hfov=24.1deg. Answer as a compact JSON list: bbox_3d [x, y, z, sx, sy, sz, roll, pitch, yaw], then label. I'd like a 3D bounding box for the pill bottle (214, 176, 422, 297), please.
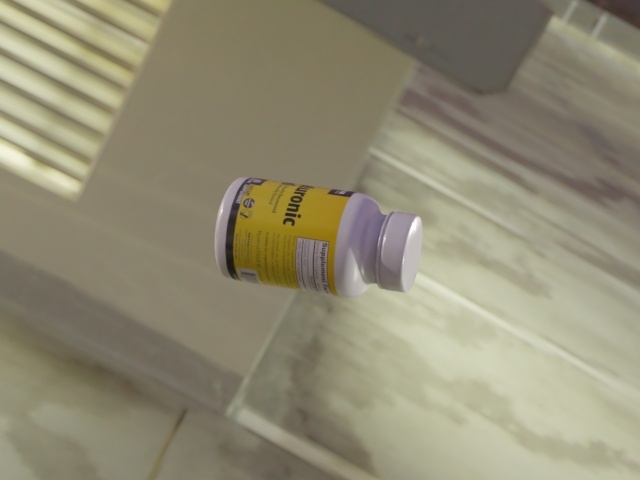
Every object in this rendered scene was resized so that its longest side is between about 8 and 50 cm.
[{"bbox_3d":[0.000,0.000,0.907,0.116,0.065,0.065,9,8,15],"label":"pill bottle"}]
